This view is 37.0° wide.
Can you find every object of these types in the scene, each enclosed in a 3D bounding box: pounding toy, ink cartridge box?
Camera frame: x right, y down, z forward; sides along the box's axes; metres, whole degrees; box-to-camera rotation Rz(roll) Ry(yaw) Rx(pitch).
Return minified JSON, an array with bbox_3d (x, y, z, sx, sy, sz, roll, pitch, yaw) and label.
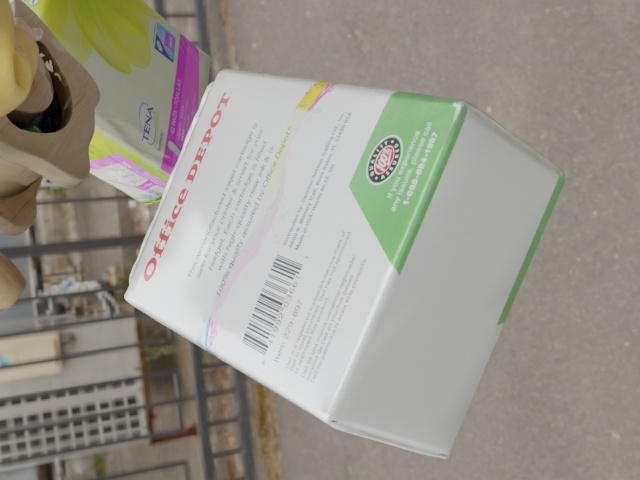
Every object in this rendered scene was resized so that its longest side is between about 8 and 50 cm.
[{"bbox_3d":[-0.280,-0.071,0.727,0.155,0.154,0.269,-37,33,19],"label":"pounding toy"},{"bbox_3d":[0.000,0.000,0.513,0.212,0.093,0.154,19,86,50],"label":"ink cartridge box"}]

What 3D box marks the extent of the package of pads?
[{"bbox_3d":[-0.268,-0.198,1.183,0.101,0.296,0.229,-13,59,32],"label":"package of pads"}]

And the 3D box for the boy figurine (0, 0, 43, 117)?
[{"bbox_3d":[-0.235,-0.130,0.565,0.092,0.177,0.285,-11,77,28],"label":"boy figurine"}]
